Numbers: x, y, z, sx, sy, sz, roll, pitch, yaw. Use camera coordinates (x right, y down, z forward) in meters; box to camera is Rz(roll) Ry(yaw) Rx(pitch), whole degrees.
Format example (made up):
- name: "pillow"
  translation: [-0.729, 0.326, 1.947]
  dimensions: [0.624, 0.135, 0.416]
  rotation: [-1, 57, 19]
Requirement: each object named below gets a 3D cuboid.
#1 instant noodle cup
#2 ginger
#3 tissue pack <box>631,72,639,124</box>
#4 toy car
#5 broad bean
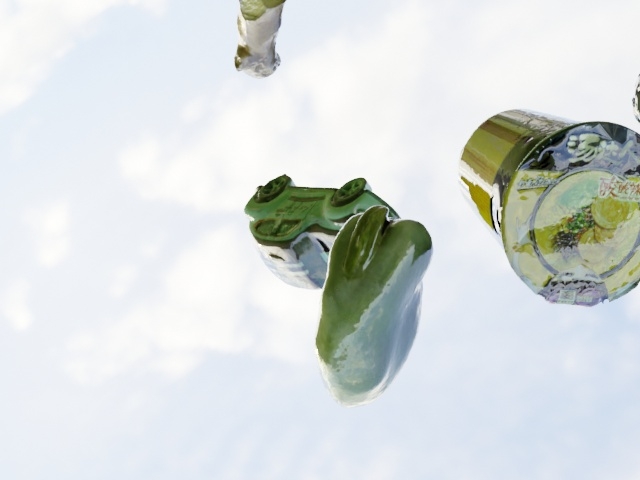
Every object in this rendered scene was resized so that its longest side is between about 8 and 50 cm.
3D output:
- name: "instant noodle cup"
  translation: [0.267, -0.056, 2.109]
  dimensions: [0.215, 0.215, 0.236]
  rotation: [-33, -159, -5]
- name: "ginger"
  translation: [-0.052, -0.186, 1.570]
  dimensions: [0.044, 0.137, 0.057]
  rotation: [0, -131, -5]
- name: "tissue pack"
  translation: [0.459, -0.233, 1.437]
  dimensions: [0.253, 0.416, 0.264]
  rotation: [39, -131, 18]
- name: "toy car"
  translation: [0.000, 0.000, 2.490]
  dimensions: [0.125, 0.136, 0.306]
  rotation: [-46, -152, -23]
- name: "broad bean"
  translation: [0.057, 0.074, 2.008]
  dimensions: [0.100, 0.228, 0.169]
  rotation: [9, -161, 32]
